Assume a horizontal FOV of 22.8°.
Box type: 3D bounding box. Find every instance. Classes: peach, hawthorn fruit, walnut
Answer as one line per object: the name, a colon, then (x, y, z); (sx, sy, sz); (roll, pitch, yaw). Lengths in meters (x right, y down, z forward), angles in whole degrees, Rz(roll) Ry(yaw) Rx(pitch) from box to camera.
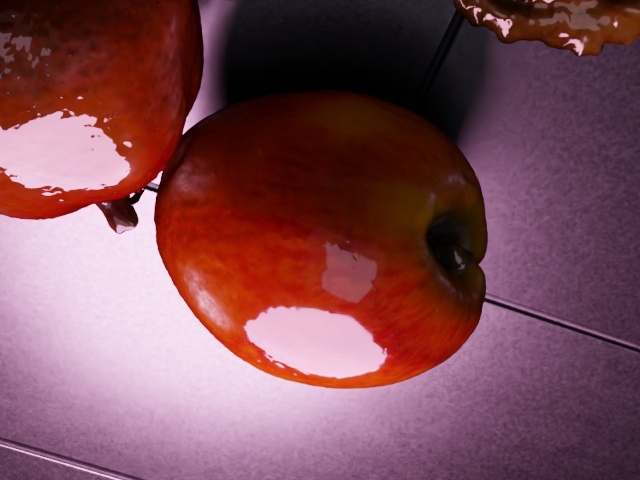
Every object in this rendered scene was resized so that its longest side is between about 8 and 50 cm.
peach: (0.000, 0.000, 1.303); (0.281, 0.238, 0.281); (11, 162, 3)
hawthorn fruit: (-0.215, -0.162, 1.180); (0.295, 0.295, 0.311); (-28, 153, 17)
walnut: (0.191, -0.219, 1.253); (0.170, 0.069, 0.143); (9, 124, -4)
